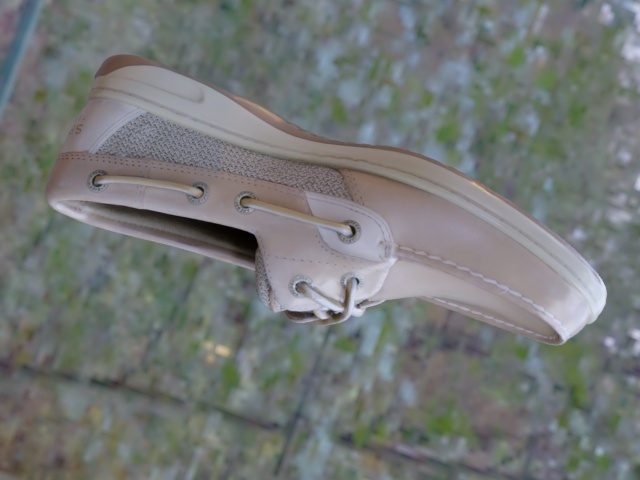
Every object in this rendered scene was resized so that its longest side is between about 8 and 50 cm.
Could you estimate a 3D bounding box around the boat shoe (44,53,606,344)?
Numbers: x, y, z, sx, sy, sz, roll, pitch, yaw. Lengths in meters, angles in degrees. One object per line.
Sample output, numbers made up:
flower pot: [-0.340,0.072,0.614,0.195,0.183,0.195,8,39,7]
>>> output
boat shoe: [0.000,0.000,0.973,0.109,0.302,0.098,86,28,-71]
